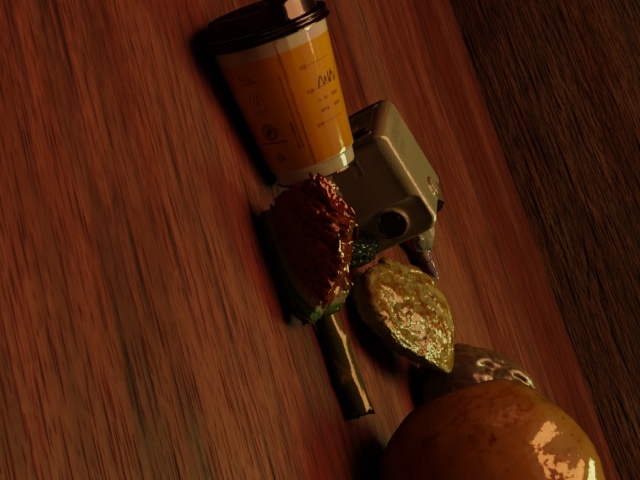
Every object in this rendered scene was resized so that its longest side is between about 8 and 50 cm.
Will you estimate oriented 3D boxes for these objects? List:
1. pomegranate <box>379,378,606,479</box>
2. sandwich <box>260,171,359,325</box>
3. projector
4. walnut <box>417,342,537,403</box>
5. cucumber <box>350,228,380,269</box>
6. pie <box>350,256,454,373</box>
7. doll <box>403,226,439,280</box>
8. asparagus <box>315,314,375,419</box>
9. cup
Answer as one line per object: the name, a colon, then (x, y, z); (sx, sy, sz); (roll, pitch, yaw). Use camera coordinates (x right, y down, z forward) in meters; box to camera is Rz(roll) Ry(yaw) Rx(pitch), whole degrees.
pomegranate: (0.260, 0.359, 1.611); (0.342, 0.342, 0.342); (54, 23, -36)
sandwich: (0.003, 0.009, 1.561); (0.109, 0.160, 0.185); (0, 60, -50)
projector: (0.113, -0.107, 1.986); (0.242, 0.163, 0.177); (57, 22, -23)
walnut: (0.288, 0.275, 1.979); (0.178, 0.230, 0.178); (-170, -90, -77)
cucumber: (0.046, 0.013, 1.805); (0.300, 0.072, 0.072); (3, 66, -70)
pie: (0.145, 0.128, 1.880); (0.248, 0.090, 0.201); (32, 38, -35)
doll: (0.200, -0.013, 2.268); (0.102, 0.075, 0.227); (-114, -177, -59)
asparagus: (0.031, 0.179, 1.627); (0.045, 0.041, 0.178); (-17, 82, -27)
cup: (-0.050, -0.232, 1.660); (0.196, 0.196, 0.280); (-67, 140, -65)
